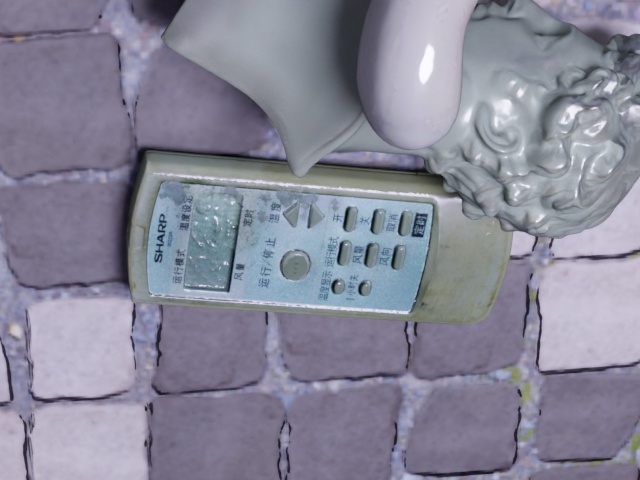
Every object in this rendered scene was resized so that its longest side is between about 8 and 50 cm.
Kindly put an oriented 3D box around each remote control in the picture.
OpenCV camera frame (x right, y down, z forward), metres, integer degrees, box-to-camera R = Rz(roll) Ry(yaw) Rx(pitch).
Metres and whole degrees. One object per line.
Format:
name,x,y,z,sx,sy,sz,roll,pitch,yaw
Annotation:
remote control,0.000,0.000,0.969,0.234,0.038,0.098,5,117,-9

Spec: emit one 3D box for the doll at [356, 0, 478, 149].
doll,0.028,-0.274,0.702,0.366,0.187,0.376,31,85,-16

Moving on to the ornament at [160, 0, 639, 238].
ornament,0.051,-0.083,0.883,0.285,0.120,0.130,14,118,-13
